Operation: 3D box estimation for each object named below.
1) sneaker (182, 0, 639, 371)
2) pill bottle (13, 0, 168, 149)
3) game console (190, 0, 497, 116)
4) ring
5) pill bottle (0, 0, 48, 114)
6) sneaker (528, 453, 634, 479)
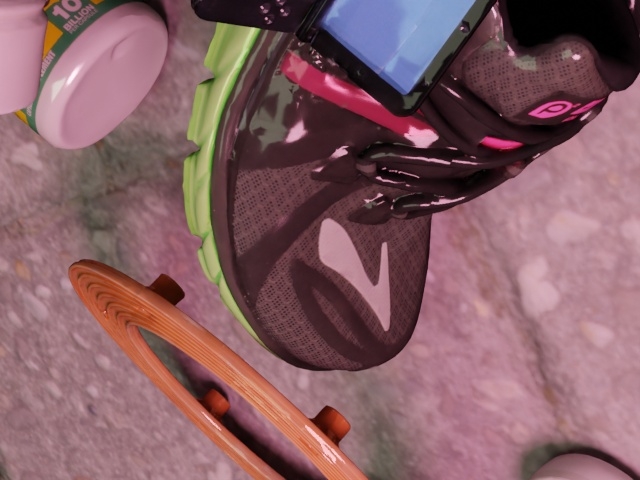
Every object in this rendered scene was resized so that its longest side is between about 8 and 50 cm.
[{"bbox_3d":[0.060,-0.092,0.800,0.202,0.185,0.483,34,134,24],"label":"sneaker"},{"bbox_3d":[-0.217,-0.168,1.027,0.208,0.117,0.118,40,134,14],"label":"pill bottle"},{"bbox_3d":[0.018,-0.125,0.680,0.122,0.107,0.071,-54,49,34],"label":"game console"},{"bbox_3d":[-0.043,0.124,1.029,0.336,0.032,0.336,39,164,13],"label":"ring"},{"bbox_3d":[-0.238,-0.280,0.833,0.224,0.224,0.392,18,109,31],"label":"pill bottle"},{"bbox_3d":[0.192,0.324,0.933,0.135,0.150,0.366,-22,88,46],"label":"sneaker"}]
